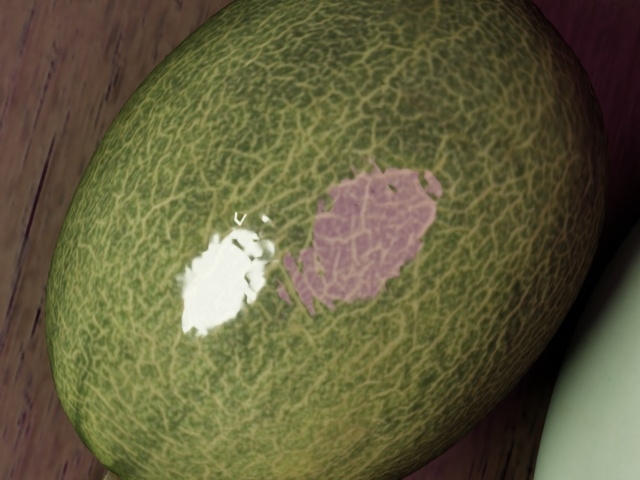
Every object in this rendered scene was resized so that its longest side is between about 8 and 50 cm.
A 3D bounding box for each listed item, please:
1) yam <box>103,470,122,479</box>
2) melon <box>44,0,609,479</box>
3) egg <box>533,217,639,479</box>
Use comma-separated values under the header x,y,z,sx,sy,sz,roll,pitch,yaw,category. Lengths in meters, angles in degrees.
x,y,z,sx,sy,sz,roll,pitch,yaw,category
-0.061,0.168,0.924,0.145,0.032,0.032,29,83,-16,yam
0.000,0.000,0.828,0.237,0.237,0.301,45,84,-15,melon
0.243,0.096,0.918,0.230,0.230,0.371,30,89,-17,egg
